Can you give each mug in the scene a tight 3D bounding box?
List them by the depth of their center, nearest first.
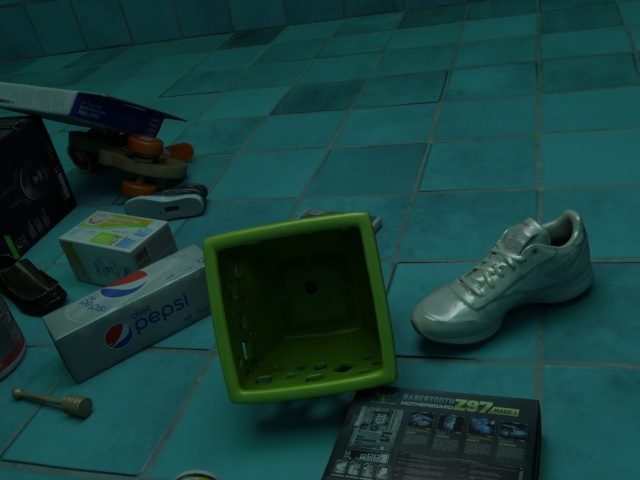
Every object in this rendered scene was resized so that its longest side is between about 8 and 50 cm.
[{"bbox_3d":[-0.599,-0.275,1.867,0.169,0.113,0.150,-45,12,-37],"label":"mug"}]

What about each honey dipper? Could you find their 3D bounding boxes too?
[{"bbox_3d":[-0.419,0.245,1.047,0.161,0.030,0.030,3,34,30],"label":"honey dipper"}]

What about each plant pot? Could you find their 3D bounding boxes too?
[{"bbox_3d":[-0.016,0.082,0.954,0.227,0.228,0.207,-9,3,8],"label":"plant pot"}]

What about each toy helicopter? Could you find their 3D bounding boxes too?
[{"bbox_3d":[-0.487,-0.224,1.719,0.355,0.140,0.235,20,19,24],"label":"toy helicopter"}]

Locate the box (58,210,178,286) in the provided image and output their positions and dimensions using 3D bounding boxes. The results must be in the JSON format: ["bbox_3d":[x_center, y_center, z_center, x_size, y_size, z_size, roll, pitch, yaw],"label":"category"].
[{"bbox_3d":[-0.392,0.021,1.327,0.203,0.103,0.114,8,37,31],"label":"box"}]

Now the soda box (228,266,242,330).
[{"bbox_3d":[-0.129,0.085,1.170,0.053,0.060,0.169,-13,30,-2],"label":"soda box"}]

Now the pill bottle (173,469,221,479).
[{"bbox_3d":[-0.146,0.328,0.774,0.065,0.065,0.116,-11,31,3],"label":"pill bottle"}]

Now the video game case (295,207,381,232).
[{"bbox_3d":[0.000,0.000,1.299,0.173,0.022,0.190,9,37,31],"label":"video game case"}]

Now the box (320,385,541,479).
[{"bbox_3d":[0.132,0.258,0.792,0.233,0.059,0.183,0,33,22],"label":"box"}]

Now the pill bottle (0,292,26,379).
[{"bbox_3d":[-0.615,0.099,1.106,0.161,0.283,0.161,-9,31,6],"label":"pill bottle"}]

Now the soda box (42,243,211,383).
[{"bbox_3d":[-0.308,0.117,1.147,0.286,0.098,0.091,-28,34,-23],"label":"soda box"}]

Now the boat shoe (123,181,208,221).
[{"bbox_3d":[-0.346,-0.087,1.534,0.183,0.065,0.083,-3,29,4],"label":"boat shoe"}]

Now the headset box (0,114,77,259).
[{"bbox_3d":[-0.720,-0.113,1.526,0.131,0.246,0.283,0,32,19],"label":"headset box"}]

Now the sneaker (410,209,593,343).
[{"bbox_3d":[0.264,0.046,1.003,0.305,0.152,0.114,-23,34,-14],"label":"sneaker"}]

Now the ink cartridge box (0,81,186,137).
[{"bbox_3d":[-0.554,-0.309,1.649,0.330,0.071,0.324,12,4,22],"label":"ink cartridge box"}]

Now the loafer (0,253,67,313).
[{"bbox_3d":[-0.581,0.080,1.323,0.220,0.078,0.080,13,39,36],"label":"loafer"}]
